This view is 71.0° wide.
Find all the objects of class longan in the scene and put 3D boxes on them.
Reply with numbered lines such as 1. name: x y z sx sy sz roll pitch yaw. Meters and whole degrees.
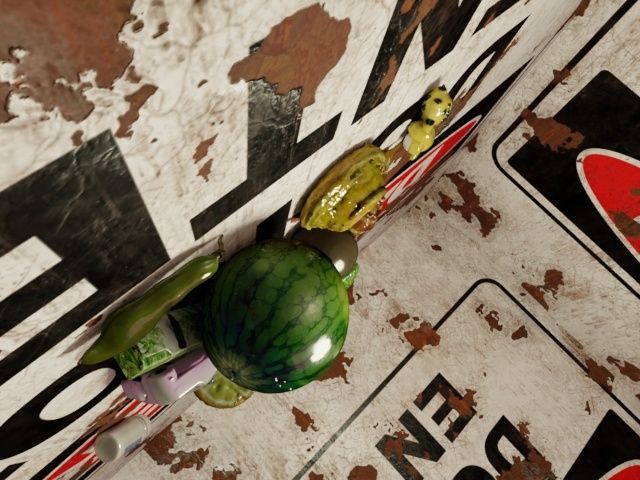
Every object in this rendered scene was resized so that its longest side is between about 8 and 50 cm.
1. longan: -0.001 0.040 1.301 0.220 0.196 0.196 -32 173 10

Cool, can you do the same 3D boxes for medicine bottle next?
1. medicine bottle: -0.677 0.677 1.548 0.103 0.103 0.187 -45 171 9

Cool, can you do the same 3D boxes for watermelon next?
1. watermelon: -0.098 0.171 1.016 0.363 0.363 0.363 -42 171 -8

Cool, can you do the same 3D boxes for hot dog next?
1. hot dog: 0.182 -0.100 1.753 0.146 0.103 0.213 -31 163 -48

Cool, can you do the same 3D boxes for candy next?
1. candy: -0.330 0.454 1.566 0.260 0.260 0.118 -42 172 -10

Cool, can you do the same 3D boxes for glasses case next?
1. glasses case: -0.321 0.200 0.944 0.062 0.095 0.272 -37 173 12

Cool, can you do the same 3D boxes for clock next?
1. clock: -0.365 0.322 1.125 0.248 0.090 0.227 -16 -170 39

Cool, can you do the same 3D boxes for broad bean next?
1. broad bean: -0.281 0.107 0.788 0.325 0.067 0.075 -39 -178 -15

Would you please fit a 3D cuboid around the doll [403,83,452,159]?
1. doll: 0.302 -0.331 1.277 0.117 0.086 0.291 -60 174 -17

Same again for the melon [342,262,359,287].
1. melon: -0.057 0.154 1.564 0.331 0.226 0.343 -25 159 -14

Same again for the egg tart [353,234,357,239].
1. egg tart: 0.045 0.060 1.743 0.232 0.098 0.252 -22 -175 39

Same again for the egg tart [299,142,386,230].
1. egg tart: 0.075 -0.114 1.161 0.294 0.123 0.294 -41 169 -9

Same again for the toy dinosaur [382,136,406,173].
1. toy dinosaur: 0.204 -0.259 1.339 0.162 0.039 0.126 -55 165 11
